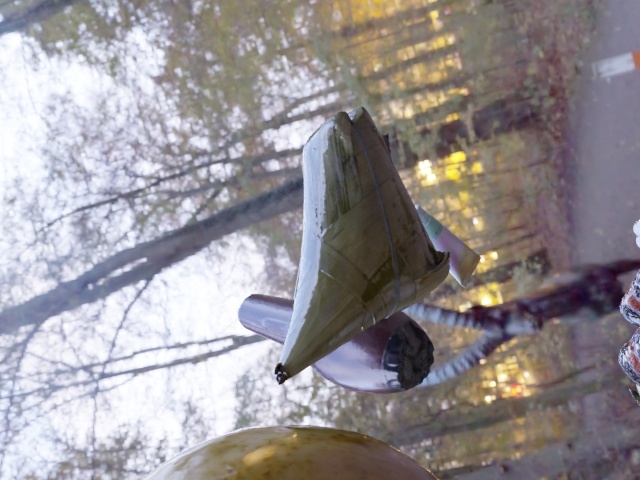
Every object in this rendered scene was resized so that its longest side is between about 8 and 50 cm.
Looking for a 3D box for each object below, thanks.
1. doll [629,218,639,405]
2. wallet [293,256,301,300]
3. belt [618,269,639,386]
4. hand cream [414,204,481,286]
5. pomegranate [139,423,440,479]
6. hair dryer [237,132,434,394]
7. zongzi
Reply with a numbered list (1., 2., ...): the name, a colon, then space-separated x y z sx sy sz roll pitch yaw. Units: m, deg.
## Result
1. doll: 0.445 0.089 1.023 0.208 0.144 0.272 22 -122 -62
2. wallet: 0.025 0.043 1.612 0.031 0.137 0.255 97 -178 -77
3. belt: 0.434 0.118 0.694 0.126 0.359 0.094 -62 -18 -21
4. hand cream: 0.228 0.004 1.549 0.174 0.047 0.076 43 -116 -14
5. pomegranate: -0.033 0.335 0.581 0.416 0.416 0.417 -14 -90 -78
6. hair dryer: 0.026 0.018 1.104 0.123 0.312 0.341 -4 -74 -47
7. zongzi: 0.000 0.000 0.880 0.115 0.256 0.228 -22 96 58
